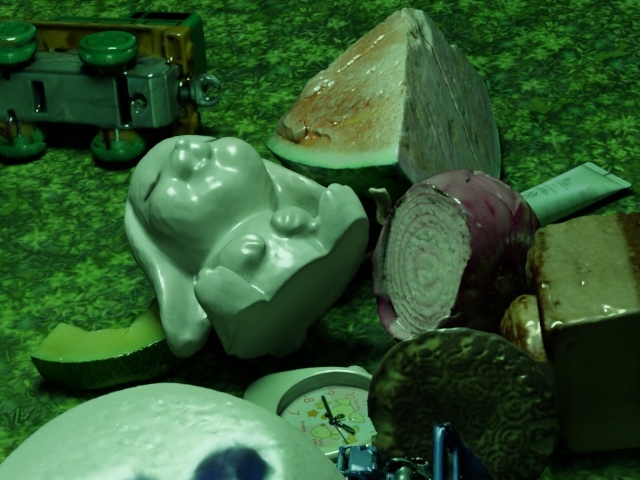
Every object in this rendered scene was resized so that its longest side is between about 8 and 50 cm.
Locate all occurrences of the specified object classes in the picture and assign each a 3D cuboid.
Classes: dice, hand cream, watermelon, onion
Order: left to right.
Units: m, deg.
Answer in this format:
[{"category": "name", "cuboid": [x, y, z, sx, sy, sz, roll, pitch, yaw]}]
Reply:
[{"category": "dice", "cuboid": [-0.127, 0.325, 1.285, 0.276, 0.304, 0.304, 13, 41, 26]}, {"category": "watermelon", "cuboid": [0.075, -0.121, 1.961, 0.222, 0.292, 0.319, -16, 54, 22]}, {"category": "onion", "cuboid": [0.162, 0.028, 1.734, 0.200, 0.200, 0.207, -3, 78, 7]}, {"category": "hand cream", "cuboid": [0.289, -0.051, 1.953, 0.204, 0.050, 0.078, -23, 36, -28]}]

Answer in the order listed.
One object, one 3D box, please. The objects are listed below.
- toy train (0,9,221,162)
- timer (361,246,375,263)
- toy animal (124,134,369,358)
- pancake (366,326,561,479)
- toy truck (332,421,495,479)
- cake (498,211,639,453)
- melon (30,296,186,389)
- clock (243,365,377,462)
[{"category": "toy train", "cuboid": [-0.329, -0.242, 2.235, 0.429, 0.178, 0.249, 5, 28, 16]}, {"category": "timer", "cuboid": [0.000, 0.000, 1.877, 0.109, 0.107, 0.107, 48, 50, -2]}, {"category": "toy animal", "cuboid": [-0.109, -0.006, 1.758, 0.271, 0.206, 0.265, -39, 62, -23]}, {"category": "pancake", "cuboid": [0.139, 0.176, 1.549, 0.199, 0.199, 0.021, -2, 17, 7]}, {"category": "toy truck", "cuboid": [0.077, 0.251, 1.503, 0.208, 0.126, 0.113, -2, 36, 6]}, {"category": "cake", "cuboid": [0.313, 0.097, 1.626, 0.293, 0.196, 0.199, -9, 33, 5]}, {"category": "melon", "cuboid": [-0.226, 0.117, 1.804, 0.209, 0.064, 0.118, -10, 36, 1]}, {"category": "clock", "cuboid": [0.016, 0.198, 1.643, 0.191, 0.062, 0.151, -8, 35, -1]}]
